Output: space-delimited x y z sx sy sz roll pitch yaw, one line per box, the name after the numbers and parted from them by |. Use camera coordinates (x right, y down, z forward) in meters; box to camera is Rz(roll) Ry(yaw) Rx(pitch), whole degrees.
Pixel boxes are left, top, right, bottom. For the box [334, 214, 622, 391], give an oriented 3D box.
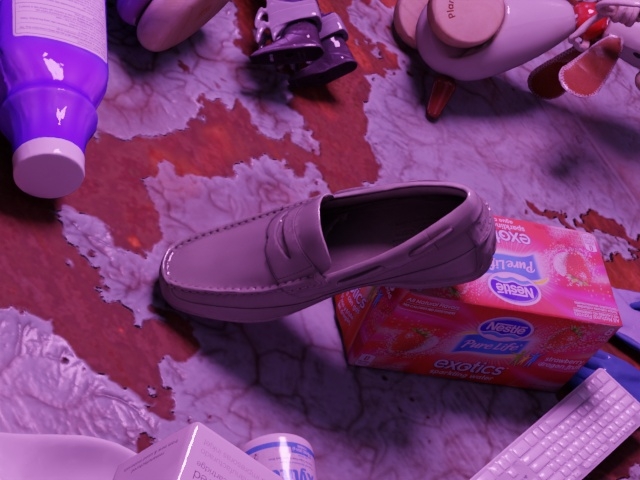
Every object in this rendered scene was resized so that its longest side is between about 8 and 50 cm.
0.153 0.057 1.950 0.257 0.128 0.122 10 49 -28 | box

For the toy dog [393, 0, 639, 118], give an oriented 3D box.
0.239 -0.202 2.207 0.334 0.161 0.220 8 1 9 | toy dog

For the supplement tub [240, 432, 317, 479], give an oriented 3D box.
-0.035 0.229 1.714 0.071 0.071 0.107 12 47 -26 | supplement tub

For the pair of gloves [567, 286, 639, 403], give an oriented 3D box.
0.323 0.123 2.086 0.159 0.023 0.198 25 44 -13 | pair of gloves

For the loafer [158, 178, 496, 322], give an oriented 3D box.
0.000 0.000 1.803 0.320 0.111 0.112 -11 56 9 | loafer

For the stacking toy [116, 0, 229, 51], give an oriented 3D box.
-0.229 -0.357 2.025 0.330 0.141 0.141 48 43 3 | stacking toy

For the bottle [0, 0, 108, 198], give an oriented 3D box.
-0.263 -0.168 1.892 0.118 0.092 0.282 14 47 -26 | bottle

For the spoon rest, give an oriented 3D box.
-0.236 0.206 1.589 0.276 0.084 0.137 15 47 -22 | spoon rest

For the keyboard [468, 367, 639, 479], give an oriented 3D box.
0.233 0.209 1.938 0.072 0.014 0.256 47 48 10 | keyboard

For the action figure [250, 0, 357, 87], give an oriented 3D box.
-0.037 -0.313 2.124 0.185 0.099 0.285 52 27 -64 | action figure

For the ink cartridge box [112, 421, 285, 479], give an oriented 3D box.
-0.088 0.319 1.522 0.207 0.117 0.283 37 45 -21 | ink cartridge box
